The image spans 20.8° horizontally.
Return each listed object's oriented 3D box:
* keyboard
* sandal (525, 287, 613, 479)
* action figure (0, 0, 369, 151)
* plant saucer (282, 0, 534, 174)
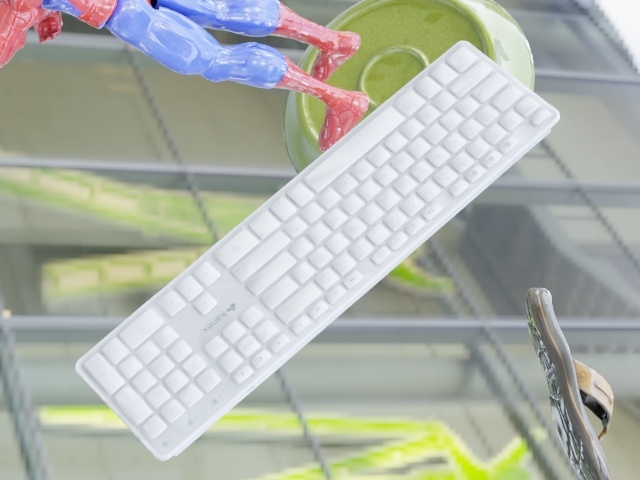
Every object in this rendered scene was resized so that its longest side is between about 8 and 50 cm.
[{"bbox_3d":[0.000,0.000,0.838,0.072,0.256,0.014,44,-14,25],"label":"keyboard"},{"bbox_3d":[0.265,0.149,1.791,0.090,0.060,0.219,97,-23,-75],"label":"sandal"},{"bbox_3d":[-0.124,-0.113,1.033,0.139,0.280,0.091,-43,-142,35],"label":"action figure"},{"bbox_3d":[0.071,-0.138,1.570,0.037,0.241,0.241,51,21,-56],"label":"plant saucer"}]
